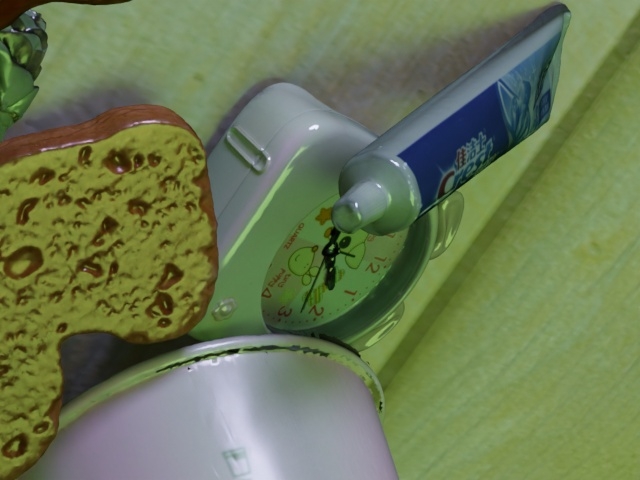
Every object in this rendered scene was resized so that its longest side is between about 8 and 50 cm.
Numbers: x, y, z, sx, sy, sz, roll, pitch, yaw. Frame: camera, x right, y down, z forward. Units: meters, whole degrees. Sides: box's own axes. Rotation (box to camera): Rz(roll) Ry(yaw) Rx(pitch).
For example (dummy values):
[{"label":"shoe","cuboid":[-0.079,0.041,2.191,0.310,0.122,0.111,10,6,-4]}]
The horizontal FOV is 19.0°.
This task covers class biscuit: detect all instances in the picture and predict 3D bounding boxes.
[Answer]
[{"label":"biscuit","cuboid":[-0.142,0.031,1.009,0.192,0.036,0.186,-18,118,-15]}]

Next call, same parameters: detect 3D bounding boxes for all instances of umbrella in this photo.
[{"label":"umbrella","cuboid":[-0.172,-0.068,0.913,0.067,0.062,0.143,18,97,-12]}]

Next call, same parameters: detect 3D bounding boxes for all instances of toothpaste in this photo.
[{"label":"toothpaste","cuboid":[0.080,-0.062,1.088,0.268,0.047,0.069,-38,109,-51]}]

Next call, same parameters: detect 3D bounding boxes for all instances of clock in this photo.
[{"label":"clock","cuboid":[0.000,0.000,1.121,0.191,0.062,0.151,21,108,-49]}]

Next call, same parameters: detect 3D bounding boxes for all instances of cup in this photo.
[{"label":"cup","cuboid":[-0.033,0.228,1.083,0.253,0.274,0.253,-17,145,-13]}]

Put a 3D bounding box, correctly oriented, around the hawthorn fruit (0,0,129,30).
[{"label":"hawthorn fruit","cuboid":[-0.130,-0.189,0.707,0.231,0.235,0.263,-38,139,-4]}]
